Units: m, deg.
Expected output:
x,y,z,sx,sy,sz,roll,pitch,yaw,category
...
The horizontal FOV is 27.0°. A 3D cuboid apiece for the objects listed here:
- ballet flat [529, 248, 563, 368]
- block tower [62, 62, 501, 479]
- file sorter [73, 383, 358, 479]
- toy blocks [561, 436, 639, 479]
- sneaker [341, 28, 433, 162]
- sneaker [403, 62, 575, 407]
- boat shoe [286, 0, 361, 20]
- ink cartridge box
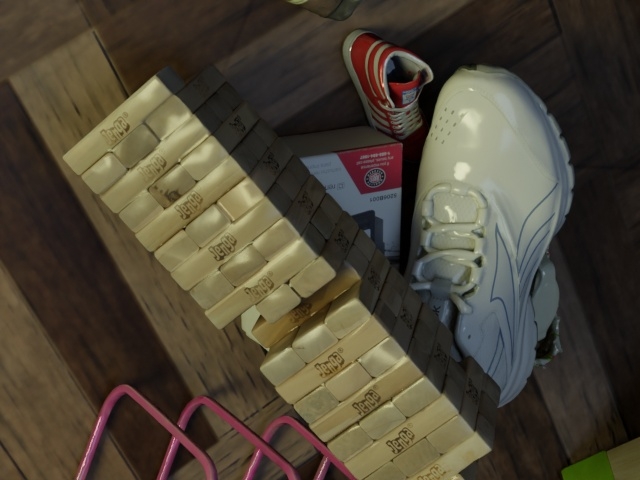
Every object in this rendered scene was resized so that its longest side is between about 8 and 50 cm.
x,y,z,sx,sy,sz,roll,pitch,yaw,category
0.159,-0.003,1.059,0.091,0.077,0.241,-22,117,-22,ballet flat
-0.013,0.032,0.883,0.091,0.097,0.335,-38,100,21,block tower
-0.027,0.234,0.972,0.290,0.202,0.182,19,95,-33,file sorter
0.452,0.207,1.200,0.381,0.191,0.261,-30,143,25,toy blocks
0.062,-0.098,0.975,0.042,0.067,0.118,-40,123,-11,sneaker
0.111,0.019,0.972,0.129,0.111,0.297,-38,133,-53,sneaker
0.042,-0.254,0.906,0.073,0.080,0.223,24,101,-39,boat shoe
0.000,0.000,0.979,0.109,0.063,0.150,-11,112,-26,ink cartridge box
